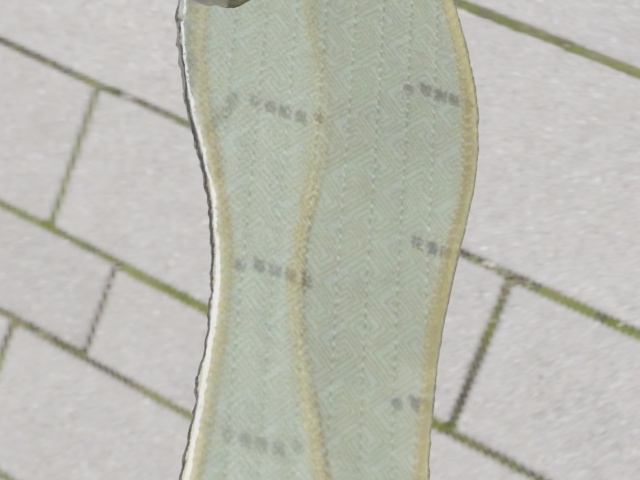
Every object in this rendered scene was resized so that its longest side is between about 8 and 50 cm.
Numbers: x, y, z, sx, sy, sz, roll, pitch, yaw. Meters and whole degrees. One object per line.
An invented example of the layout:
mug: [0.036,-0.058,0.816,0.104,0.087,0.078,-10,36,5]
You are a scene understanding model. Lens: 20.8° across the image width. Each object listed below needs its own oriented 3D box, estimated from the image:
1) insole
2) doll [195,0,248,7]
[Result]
insole: [0.000,0.000,0.583,0.009,0.119,0.348,138,142,-56]
doll: [0.103,-0.116,0.462,0.202,0.286,0.091,29,140,23]
